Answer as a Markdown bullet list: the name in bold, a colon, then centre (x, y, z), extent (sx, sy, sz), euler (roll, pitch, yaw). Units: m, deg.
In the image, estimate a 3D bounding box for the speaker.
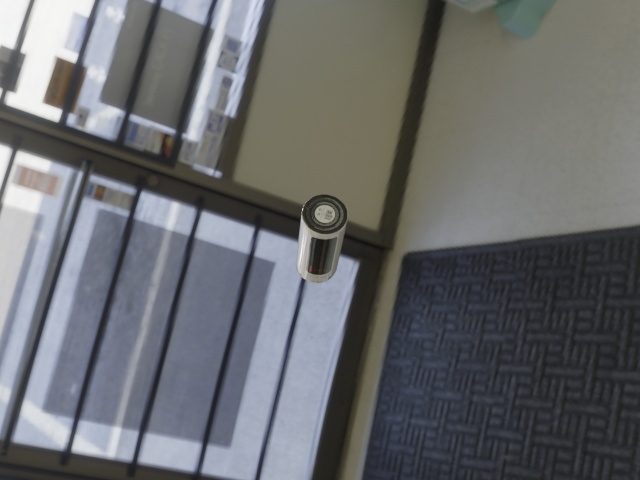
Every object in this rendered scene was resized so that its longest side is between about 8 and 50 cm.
- **speaker**: centre (0.000, 0.000, 1.122), extent (0.136, 0.055, 0.055), euler (101, 173, -62)
